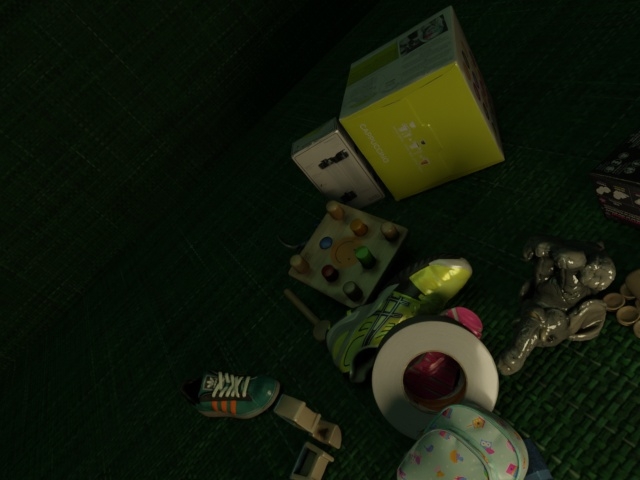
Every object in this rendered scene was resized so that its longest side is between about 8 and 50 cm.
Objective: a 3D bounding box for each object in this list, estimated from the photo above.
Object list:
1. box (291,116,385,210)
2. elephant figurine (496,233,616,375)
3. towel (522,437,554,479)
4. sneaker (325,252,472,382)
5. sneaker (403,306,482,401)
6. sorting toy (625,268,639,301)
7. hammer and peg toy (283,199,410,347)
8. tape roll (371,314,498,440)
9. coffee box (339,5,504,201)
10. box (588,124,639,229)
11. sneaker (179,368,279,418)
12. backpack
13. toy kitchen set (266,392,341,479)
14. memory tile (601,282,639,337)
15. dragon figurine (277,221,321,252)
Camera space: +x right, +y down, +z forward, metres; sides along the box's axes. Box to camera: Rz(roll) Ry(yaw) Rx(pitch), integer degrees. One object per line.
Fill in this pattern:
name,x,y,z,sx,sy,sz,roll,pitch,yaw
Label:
box,0.059,-0.221,1.465,0.169,0.290,0.087,-28,36,22
elephant figurine,0.423,0.118,0.851,0.186,0.239,0.169,10,16,5
towel,0.333,0.379,0.743,0.067,0.029,0.119,-32,34,14
sneaker,0.185,0.180,1.042,0.385,0.145,0.147,-42,39,20
sneaker,0.232,0.246,0.946,0.252,0.103,0.111,-57,-6,3
sorting toy,0.641,0.085,0.740,0.208,0.038,0.192,-28,35,13
hammer and peg toy,0.037,0.077,1.235,0.266,0.127,0.361,25,76,35
tape roll,0.205,0.249,0.855,0.219,0.219,0.072,-37,-3,8
coffee box,0.295,-0.381,1.358,0.339,0.337,0.334,-20,40,30
box,0.673,-0.142,0.880,0.247,0.142,0.163,-43,32,-2
sneaker,-0.250,0.400,1.236,0.303,0.121,0.108,-20,40,30
backpack,0.226,0.356,0.738,0.166,0.144,0.188,34,87,41
toy kitchen set,-0.076,0.446,0.964,0.122,0.166,0.207,-2,50,45
memory tile,0.576,0.120,0.801,0.113,0.012,0.148,-37,34,8
dragon figurine,0.000,0.000,1.459,0.289,0.085,0.144,16,62,48
